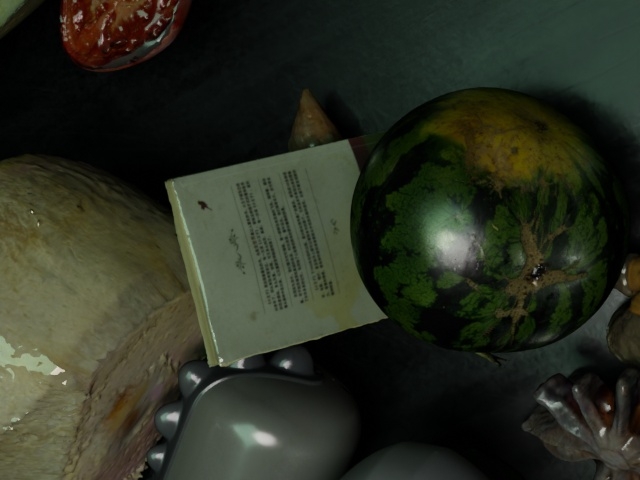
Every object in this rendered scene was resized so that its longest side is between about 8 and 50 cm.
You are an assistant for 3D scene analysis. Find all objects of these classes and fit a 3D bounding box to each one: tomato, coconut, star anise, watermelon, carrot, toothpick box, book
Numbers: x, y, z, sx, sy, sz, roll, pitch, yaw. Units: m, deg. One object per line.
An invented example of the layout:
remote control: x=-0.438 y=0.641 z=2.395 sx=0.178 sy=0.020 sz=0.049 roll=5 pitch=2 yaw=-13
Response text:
tomato: x=-0.214 y=-0.275 z=1.271 sx=0.174 sy=0.082 sz=0.167 roll=11 pitch=98 yaw=27
coconut: x=-0.331 y=0.088 z=1.213 sx=0.404 sy=0.404 sz=0.405 roll=4 pitch=100 yaw=24
star anise: x=0.306 y=0.191 z=1.071 sx=0.198 sy=0.111 sz=0.257 roll=42 pitch=150 yaw=-4
watermelon: x=0.156 y=-0.018 z=1.047 sx=0.268 sy=0.269 sz=0.269 roll=4 pitch=100 yaw=24
carrot: x=0.010 y=-0.038 z=1.202 sx=0.101 sy=0.102 sz=0.263 roll=-12 pitch=92 yaw=25
toothpick box: x=-0.088 y=0.252 z=1.219 sx=0.229 sy=0.229 sz=0.317 roll=26 pitch=107 yaw=19
book: x=0.000 y=0.000 z=1.138 sx=0.289 sy=0.026 sz=0.201 roll=-13 pitch=88 yaw=-19

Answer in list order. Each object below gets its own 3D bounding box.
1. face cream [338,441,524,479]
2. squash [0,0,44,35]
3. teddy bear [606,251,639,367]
face cream: x=0.087 y=0.356 z=1.079 sx=0.219 sy=0.357 sz=0.313 roll=5 pitch=100 yaw=23
squash: x=-0.419 y=-0.317 z=1.321 sx=0.236 sy=0.204 sz=0.155 roll=-32 pitch=107 yaw=25
teddy bear: x=0.359 y=0.040 z=1.039 sx=0.177 sy=0.140 sz=0.190 roll=11 pitch=94 yaw=26
